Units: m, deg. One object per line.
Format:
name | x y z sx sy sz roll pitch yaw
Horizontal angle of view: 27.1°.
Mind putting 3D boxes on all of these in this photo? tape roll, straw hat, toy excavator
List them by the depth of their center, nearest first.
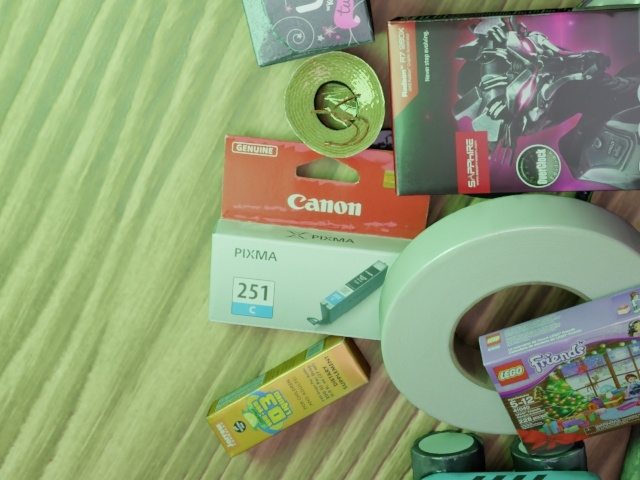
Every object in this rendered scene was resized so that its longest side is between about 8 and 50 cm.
toy excavator | 0.298 0.429 1.719 0.433 0.445 0.222 -3 104 14
tape roll | 0.271 0.109 1.776 0.392 0.072 0.392 -1 129 -1
straw hat | 0.022 -0.182 1.807 0.145 0.061 0.144 0 91 7

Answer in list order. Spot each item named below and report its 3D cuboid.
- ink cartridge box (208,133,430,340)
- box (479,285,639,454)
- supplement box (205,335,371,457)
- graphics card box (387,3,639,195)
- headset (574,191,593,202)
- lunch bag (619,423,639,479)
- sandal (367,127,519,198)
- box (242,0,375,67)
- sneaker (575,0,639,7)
ink cartridge box | 0.000 0.000 1.828 0.296 0.066 0.261 6 113 2
box | 0.378 0.165 1.741 0.293 0.057 0.201 -19 128 13
supplement box | -0.046 0.219 1.896 0.233 0.080 0.078 -31 98 11
graphics card box | 0.273 -0.178 1.693 0.371 0.094 0.232 0 102 12
headset | 0.535 -0.063 1.802 0.394 0.185 0.243 -25 98 23
lunch bag | 0.507 0.360 1.802 0.169 0.287 0.235 10 102 0
sandal | 0.188 -0.103 1.824 0.255 0.054 0.097 1 103 2
box | -0.028 -0.364 1.727 0.163 0.142 0.247 -12 103 5
sneaker | 0.401 -0.270 1.756 0.305 0.114 0.152 -38 100 20
